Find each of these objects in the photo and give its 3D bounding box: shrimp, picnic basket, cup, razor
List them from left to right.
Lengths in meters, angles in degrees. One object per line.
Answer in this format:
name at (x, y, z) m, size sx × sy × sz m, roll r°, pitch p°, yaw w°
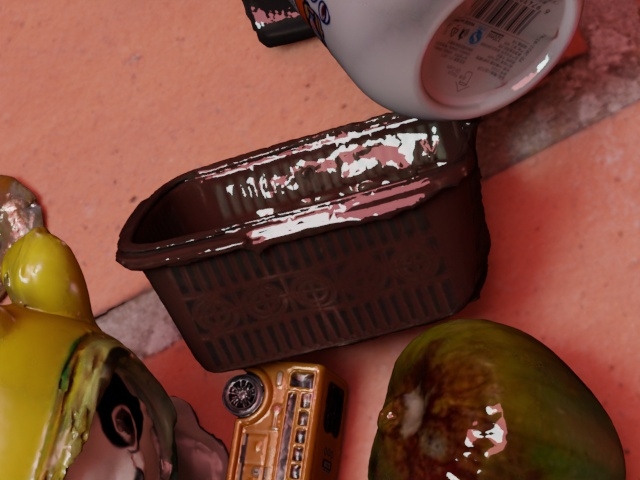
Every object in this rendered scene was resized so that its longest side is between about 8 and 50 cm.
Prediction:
shrimp at (-0.312, 0.029, 1.677) m, size 0.101 × 0.042 × 0.190 m, roll 20°, pitch 79°, yaw 16°
picnic basket at (0.000, 0.000, 1.503) m, size 0.296 × 0.222 × 0.129 m, roll -14°, pitch 110°, yaw 13°
razor at (0.002, -0.225, 1.645) m, size 0.148 × 0.054 × 0.090 m, roll -23°, pitch 64°, yaw 9°
cup at (0.058, -0.251, 1.470) m, size 0.212 × 0.212 × 0.317 m, roll -38°, pitch 55°, yaw 4°

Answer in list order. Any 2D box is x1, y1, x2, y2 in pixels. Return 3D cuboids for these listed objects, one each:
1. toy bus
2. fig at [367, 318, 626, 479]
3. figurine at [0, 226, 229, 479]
toy bus at (-0.034, 0.194, 1.503) m, size 0.088 × 0.083 × 0.195 m, roll 2°, pitch 73°, yaw 21°
fig at (0.134, 0.155, 1.420) m, size 0.191 × 0.181 × 0.181 m, roll 25°, pitch 81°, yaw -2°
figurine at (-0.217, 0.169, 1.433) m, size 0.231 × 0.340 × 0.324 m, roll 9°, pitch 74°, yaw 21°
